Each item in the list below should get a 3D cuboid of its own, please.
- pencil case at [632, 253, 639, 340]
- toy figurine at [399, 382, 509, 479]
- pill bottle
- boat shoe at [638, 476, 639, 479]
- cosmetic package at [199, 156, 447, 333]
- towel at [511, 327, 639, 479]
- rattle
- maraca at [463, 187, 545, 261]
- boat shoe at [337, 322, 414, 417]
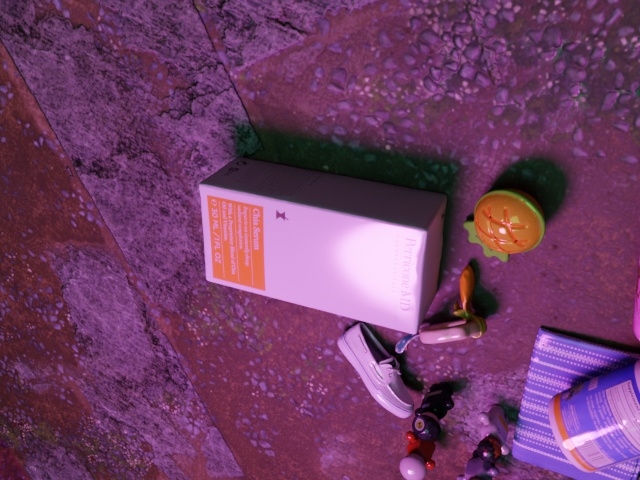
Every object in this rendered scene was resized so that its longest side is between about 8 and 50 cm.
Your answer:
[{"bbox_3d":[0.588,0.000,1.007,0.167,0.160,0.386,-1,116,11],"label":"pencil case"},{"bbox_3d":[0.285,0.435,1.395,0.210,0.148,0.213,21,123,15],"label":"toy figurine"},{"bbox_3d":[0.554,0.293,1.147,0.272,0.152,0.152,-37,96,35],"label":"pill bottle"},{"bbox_3d":[0.711,0.404,1.185,0.119,0.121,0.335,31,127,3],"label":"boat shoe"},{"bbox_3d":[0.000,0.000,1.293,0.453,0.161,0.230,12,121,20],"label":"cosmetic package"},{"bbox_3d":[0.524,0.341,1.303,0.243,0.040,0.335,14,119,21],"label":"towel"},{"bbox_3d":[0.222,0.144,1.313,0.200,0.130,0.142,-14,103,54],"label":"rattle"},{"bbox_3d":[0.322,-0.025,1.165,0.127,0.099,0.185,46,152,7],"label":"maraca"},{"bbox_3d":[0.131,0.277,1.416,0.226,0.083,0.076,47,118,7],"label":"boat shoe"}]
